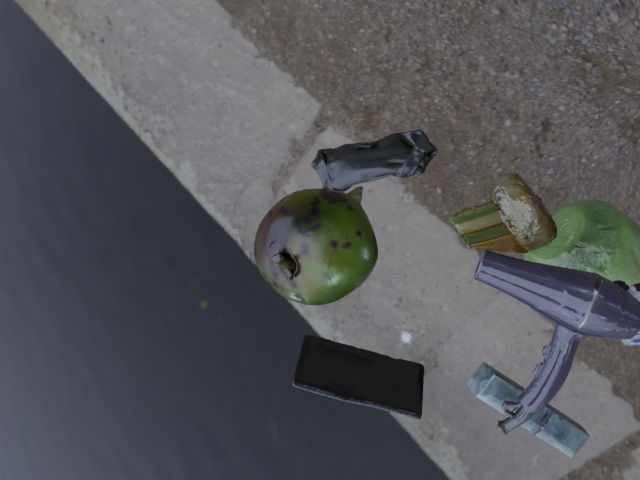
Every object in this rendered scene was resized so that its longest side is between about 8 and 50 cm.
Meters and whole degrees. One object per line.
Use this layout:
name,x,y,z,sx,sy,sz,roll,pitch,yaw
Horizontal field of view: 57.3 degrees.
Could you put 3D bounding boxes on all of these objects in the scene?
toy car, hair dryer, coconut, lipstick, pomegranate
toy car,0.620,0.149,1.173,0.080,0.070,0.170,-17,121,39
hair dryer,0.406,0.211,1.127,0.301,0.121,0.360,20,100,11
coconut,0.728,0.053,1.577,0.281,0.329,0.328,-152,58,-63
lipstick,0.456,0.372,1.295,0.290,0.077,0.076,35,98,-13
pomegranate,-0.004,-0.012,0.755,0.156,0.220,0.156,3,128,4

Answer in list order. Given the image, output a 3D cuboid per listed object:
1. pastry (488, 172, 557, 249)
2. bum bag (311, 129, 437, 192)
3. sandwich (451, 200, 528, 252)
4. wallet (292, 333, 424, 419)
pastry,0.462,-0.070,1.339,0.093,0.192,0.182,-35,65,21
bum bag,0.131,-0.193,1.473,0.327,0.080,0.142,-8,68,20
sandwich,0.438,-0.015,1.511,0.144,0.188,0.117,78,172,-54
wallet,0.074,0.257,1.103,0.245,0.124,0.025,15,131,-1
